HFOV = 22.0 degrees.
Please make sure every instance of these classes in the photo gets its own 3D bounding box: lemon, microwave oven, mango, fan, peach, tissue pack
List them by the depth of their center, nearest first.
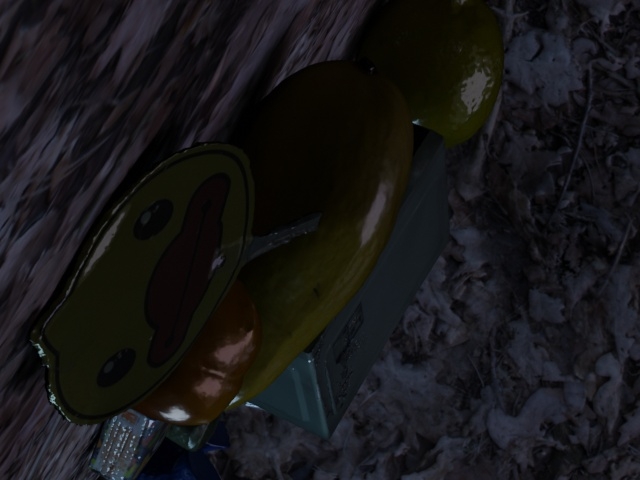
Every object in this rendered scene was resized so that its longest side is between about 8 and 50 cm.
[{"bbox_3d":[-0.094,0.021,1.211,0.335,0.011,0.230,-24,139,-52],"label":"fan"},{"bbox_3d":[-0.112,0.081,1.355,0.138,0.138,0.138,-59,177,-5],"label":"peach"},{"bbox_3d":[-0.031,-0.016,1.458,0.332,0.142,0.195,-54,-146,26],"label":"mango"},{"bbox_3d":[-0.190,0.184,1.773,0.109,0.060,0.148,-57,175,-41],"label":"tissue pack"},{"bbox_3d":[-0.006,0.021,1.786,0.295,0.181,0.237,-58,160,-25],"label":"microwave oven"},{"bbox_3d":[0.135,-0.217,2.011,0.184,0.184,0.248,-54,166,-57],"label":"lemon"}]

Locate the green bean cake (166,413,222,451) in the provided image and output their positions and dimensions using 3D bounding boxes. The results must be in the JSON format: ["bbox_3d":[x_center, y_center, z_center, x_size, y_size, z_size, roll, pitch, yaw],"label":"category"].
[{"bbox_3d":[-0.139,0.155,2.004,0.185,0.094,0.183,-59,177,-3],"label":"green bean cake"}]

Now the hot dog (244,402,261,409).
[{"bbox_3d":[-0.021,0.093,2.014,0.268,0.075,0.144,-64,178,14],"label":"hot dog"}]

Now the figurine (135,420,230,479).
[{"bbox_3d":[-0.232,0.329,2.172,0.262,0.120,0.164,-46,-167,19],"label":"figurine"}]

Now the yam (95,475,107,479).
[{"bbox_3d":[-0.277,0.307,2.000,0.107,0.014,0.014,-55,175,-49],"label":"yam"}]

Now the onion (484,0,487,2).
[{"bbox_3d":[0.190,-0.358,2.108,0.131,0.131,0.131,-59,177,-5],"label":"onion"}]
